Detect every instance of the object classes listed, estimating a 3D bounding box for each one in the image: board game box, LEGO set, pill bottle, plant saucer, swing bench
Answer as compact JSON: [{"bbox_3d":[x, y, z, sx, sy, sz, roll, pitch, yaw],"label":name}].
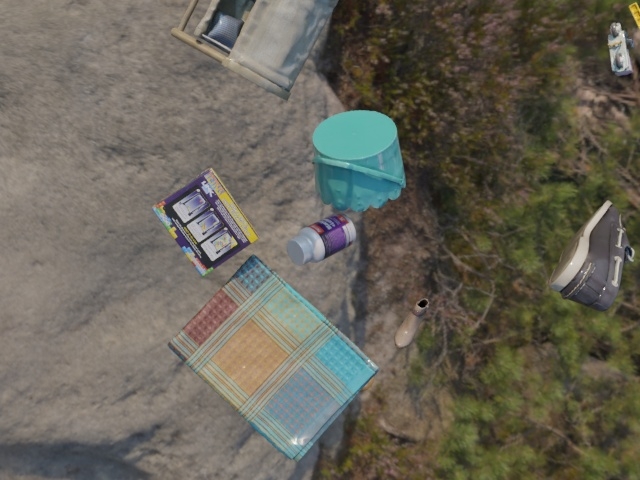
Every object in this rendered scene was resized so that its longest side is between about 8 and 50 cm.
[{"bbox_3d":[-0.226,-0.037,1.297,0.141,0.048,0.170,-34,103,-3],"label":"board game box"},{"bbox_3d":[0.580,-0.325,0.961,0.107,0.287,0.132,-15,103,-54],"label":"LEGO set"},{"bbox_3d":[0.000,0.000,1.877,0.193,0.108,0.108,-27,120,-36],"label":"pill bottle"},{"bbox_3d":[0.118,0.393,1.890,0.015,0.083,0.083,30,88,-48],"label":"plant saucer"},{"bbox_3d":[-0.131,-0.469,1.356,0.165,0.255,0.253,14,108,-56],"label":"swing bench"}]

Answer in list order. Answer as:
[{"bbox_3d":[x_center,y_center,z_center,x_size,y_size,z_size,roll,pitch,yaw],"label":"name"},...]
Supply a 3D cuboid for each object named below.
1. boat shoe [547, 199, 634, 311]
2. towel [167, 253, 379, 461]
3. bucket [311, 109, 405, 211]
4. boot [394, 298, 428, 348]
[{"bbox_3d":[0.315,0.018,0.738,0.206,0.065,0.075,-36,159,-51],"label":"boat shoe"},{"bbox_3d":[-0.094,0.247,1.365,0.370,0.040,0.271,44,84,-5],"label":"towel"},{"bbox_3d":[0.105,-0.234,1.883,0.281,0.281,0.183,-33,137,-22],"label":"bucket"},{"bbox_3d":[0.205,0.180,1.456,0.118,0.042,0.087,-46,161,-59],"label":"boot"}]
